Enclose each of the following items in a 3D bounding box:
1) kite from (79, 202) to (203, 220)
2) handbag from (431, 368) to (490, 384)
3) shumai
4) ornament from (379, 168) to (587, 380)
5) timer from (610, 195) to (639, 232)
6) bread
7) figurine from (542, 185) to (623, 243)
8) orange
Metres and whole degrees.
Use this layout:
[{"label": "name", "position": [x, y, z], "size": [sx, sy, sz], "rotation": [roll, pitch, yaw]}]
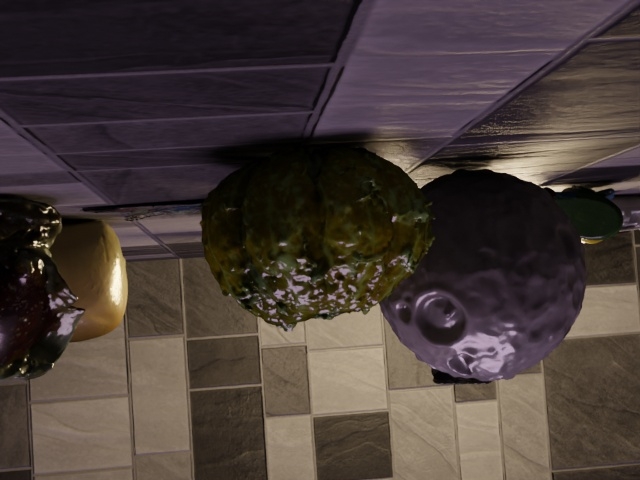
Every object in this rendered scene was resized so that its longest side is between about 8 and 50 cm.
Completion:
[{"label": "kite", "position": [-0.296, -0.056, 1.753], "size": [0.335, 0.011, 0.314], "rotation": [0, 175, -41]}, {"label": "handbag", "position": [0.373, 0.118, 2.220], "size": [0.180, 0.416, 0.317], "rotation": [-1, -178, 26]}, {"label": "shumai", "position": [-0.549, 0.084, 1.463], "size": [0.330, 0.288, 0.292], "rotation": [-4, 178, -31]}, {"label": "ornament", "position": [0.247, 0.058, 1.463], "size": [0.337, 0.337, 0.337], "rotation": [-4, 177, 0]}, {"label": "timer", "position": [0.662, -0.053, 2.254], "size": [0.262, 0.087, 0.237], "rotation": [-3, 176, -24]}, {"label": "bread", "position": [-0.580, 0.088, 1.862], "size": [0.376, 0.253, 0.348], "rotation": [-4, 173, -35]}, {"label": "figurine", "position": [0.521, -0.055, 1.908], "size": [0.185, 0.127, 0.234], "rotation": [8, -168, 7]}, {"label": "orange", "position": [0.000, 0.000, 1.199], "size": [0.301, 0.223, 0.300], "rotation": [-8, 174, -3]}]
